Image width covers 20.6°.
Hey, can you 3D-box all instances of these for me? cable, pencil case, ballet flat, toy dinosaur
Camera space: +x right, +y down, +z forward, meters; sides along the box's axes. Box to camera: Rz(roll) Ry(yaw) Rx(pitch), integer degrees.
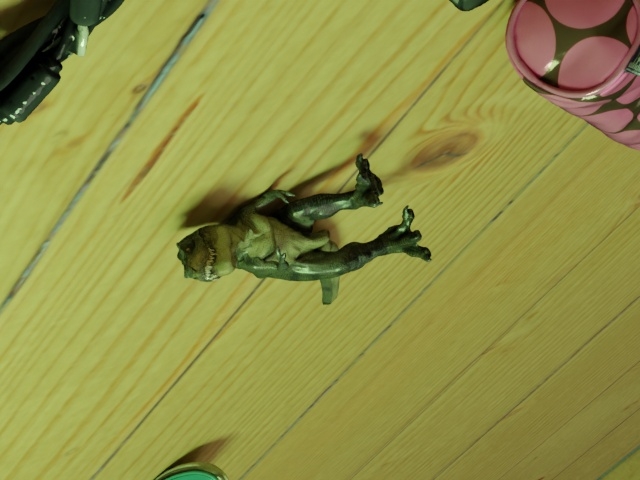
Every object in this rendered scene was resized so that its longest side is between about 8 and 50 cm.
[{"bbox_3d":[-0.134,-0.102,0.710,0.150,0.047,0.184,-34,161,7],"label":"cable"},{"bbox_3d":[0.195,-0.116,1.126,0.098,0.095,0.209,-52,160,10],"label":"pencil case"},{"bbox_3d":[-0.135,0.236,1.587,0.168,0.057,0.052,-40,-172,34],"label":"ballet flat"},{"bbox_3d":[0.000,0.000,1.160,0.118,0.064,0.268,-22,165,19],"label":"toy dinosaur"}]

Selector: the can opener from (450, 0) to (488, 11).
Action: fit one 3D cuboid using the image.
[{"bbox_3d":[0.118,-0.194,0.853,0.059,0.073,0.186,10,127,-52],"label":"can opener"}]
